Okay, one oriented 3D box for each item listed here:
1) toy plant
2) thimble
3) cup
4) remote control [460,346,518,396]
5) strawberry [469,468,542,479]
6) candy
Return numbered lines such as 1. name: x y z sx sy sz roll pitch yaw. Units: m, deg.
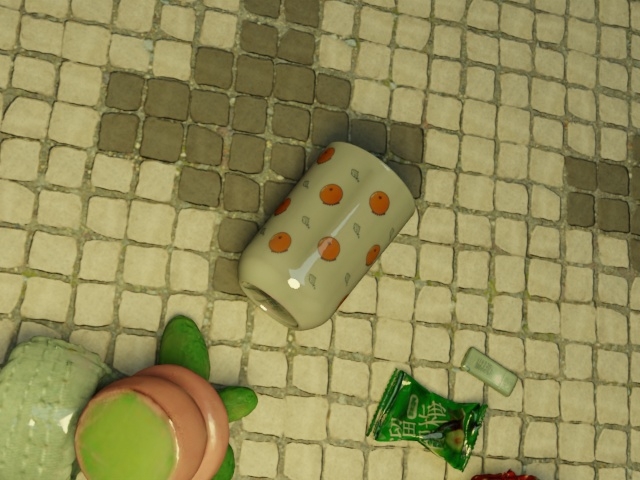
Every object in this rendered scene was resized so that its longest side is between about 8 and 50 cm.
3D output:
1. toy plant: -0.244 0.280 1.411 0.210 0.356 0.317 -19 83 20
2. thimble: -0.445 0.288 1.414 0.172 0.205 0.250 19 82 -4
3. cup: 0.000 0.000 1.605 0.212 0.212 0.317 41 72 -5
4. remote control: 0.343 0.267 1.751 0.124 0.018 0.053 32 70 -8
5. strawberry: 0.356 0.560 1.525 0.292 0.343 0.292 0 90 -2
6. candy: 0.205 0.351 1.664 0.203 0.078 0.141 23 62 1
